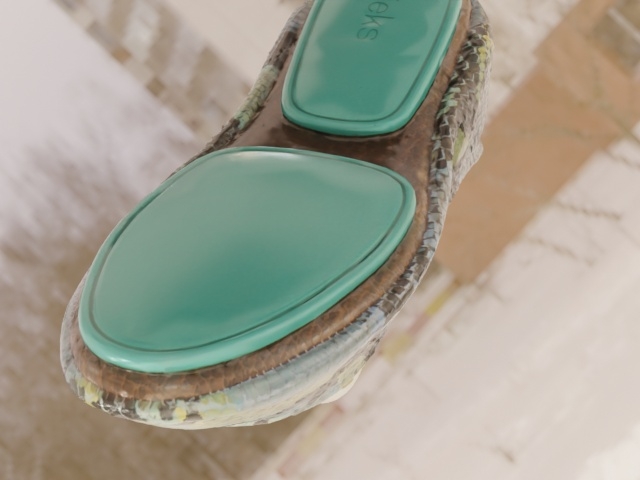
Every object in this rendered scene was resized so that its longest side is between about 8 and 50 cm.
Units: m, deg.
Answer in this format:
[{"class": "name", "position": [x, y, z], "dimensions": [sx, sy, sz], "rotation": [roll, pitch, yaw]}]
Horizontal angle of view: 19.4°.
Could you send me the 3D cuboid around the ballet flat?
[{"class": "ballet flat", "position": [0.000, 0.000, 0.423], "dimensions": [0.070, 0.070, 0.188], "rotation": [-49, 3, 39]}]
